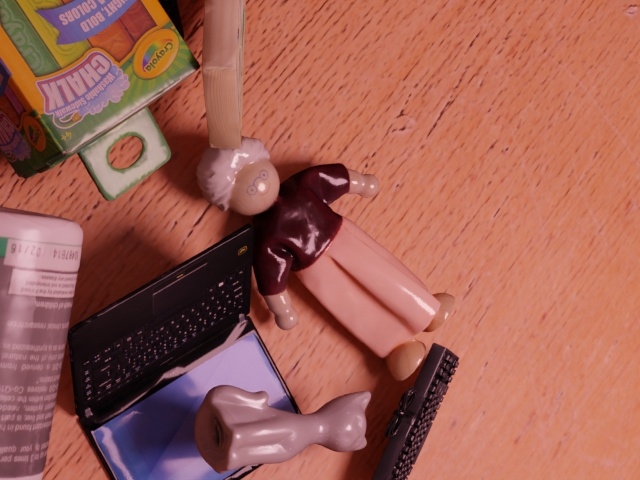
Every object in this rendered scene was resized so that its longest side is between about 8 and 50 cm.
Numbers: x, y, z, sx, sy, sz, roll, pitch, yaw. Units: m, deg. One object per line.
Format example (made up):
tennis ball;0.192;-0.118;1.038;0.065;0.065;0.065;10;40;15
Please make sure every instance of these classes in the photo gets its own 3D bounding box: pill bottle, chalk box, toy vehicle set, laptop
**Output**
pill bottle;-0.358;0.142;1.571;0.204;0.204;0.361;9;91;-24
chalk box;-0.259;-0.183;1.647;0.180;0.179;0.289;-39;100;-23
toy vehicle set;-0.101;-0.254;1.732;0.035;0.166;0.267;1;65;-1
laptop;-0.132;0.153;1.728;0.234;0.264;0.136;-31;62;-25

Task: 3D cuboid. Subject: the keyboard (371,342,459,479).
keyboard;0.109;0.207;1.851;0.180;0.023;0.108;-66;152;-6

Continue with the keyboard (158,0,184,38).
keyboard;-0.298;-0.216;1.748;0.317;0.033;0.202;-10;89;-25

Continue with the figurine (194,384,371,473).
figurine;-0.039;0.262;1.768;0.209;0.092;0.215;1;108;-33

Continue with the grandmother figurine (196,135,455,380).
grandmother figurine;0.000;0.000;1.831;0.342;0.104;0.208;39;61;-20
